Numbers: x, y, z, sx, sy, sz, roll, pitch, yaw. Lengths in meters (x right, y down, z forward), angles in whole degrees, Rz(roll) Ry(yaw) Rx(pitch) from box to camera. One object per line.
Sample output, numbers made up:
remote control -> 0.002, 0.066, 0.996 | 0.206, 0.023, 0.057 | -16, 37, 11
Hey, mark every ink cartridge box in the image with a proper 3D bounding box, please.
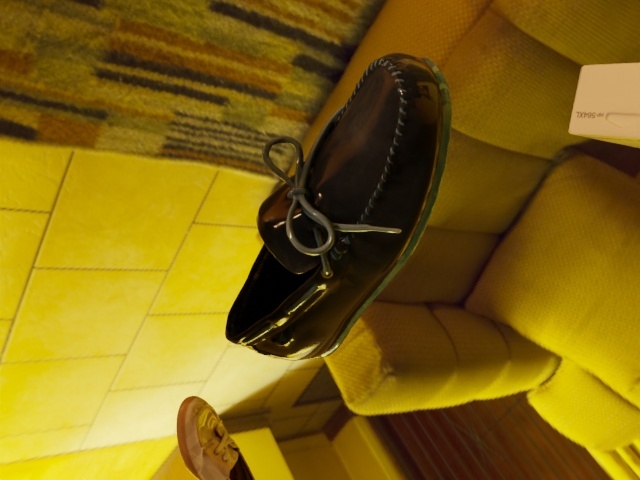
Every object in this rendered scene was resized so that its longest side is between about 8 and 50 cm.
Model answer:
ink cartridge box -> 0.420, -0.148, 0.728 | 0.203, 0.148, 0.085 | 4, 99, -31

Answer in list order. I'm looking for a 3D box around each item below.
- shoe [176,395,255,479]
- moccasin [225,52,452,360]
shoe -> -0.113, 0.281, 0.770 | 0.058, 0.076, 0.219 | -11, 112, 17
moccasin -> 0.000, 0.000, 0.545 | 0.117, 0.137, 0.342 | 4, 128, -24
